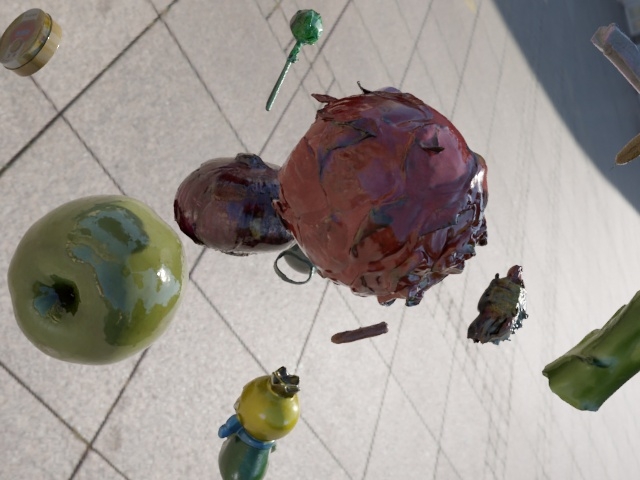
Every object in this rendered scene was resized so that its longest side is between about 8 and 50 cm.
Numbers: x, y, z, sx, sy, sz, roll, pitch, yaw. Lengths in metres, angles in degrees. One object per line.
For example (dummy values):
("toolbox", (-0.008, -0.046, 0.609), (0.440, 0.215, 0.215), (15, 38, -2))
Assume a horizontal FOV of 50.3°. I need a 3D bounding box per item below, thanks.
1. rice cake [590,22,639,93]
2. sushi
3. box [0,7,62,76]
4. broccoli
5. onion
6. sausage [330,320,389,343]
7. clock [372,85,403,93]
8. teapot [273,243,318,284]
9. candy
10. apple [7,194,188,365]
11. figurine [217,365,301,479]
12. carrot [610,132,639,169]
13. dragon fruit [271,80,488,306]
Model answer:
("rice cake", (0.658, -0.332, 1.392), (0.270, 0.049, 0.055), (46, 77, -4))
("sushi", (0.403, 0.148, 1.485), (0.226, 0.097, 0.103), (-56, 130, -28))
("box", (-0.442, -0.300, 1.034), (0.037, 0.105, 0.105), (39, 45, -51))
("broccoli", (0.483, 0.098, 0.903), (0.353, 0.397, 0.275), (53, 16, -50))
("onion", (-0.137, -0.064, 1.232), (0.246, 0.246, 0.190), (-21, 121, -61))
("sausage", (0.103, 0.245, 1.789), (0.042, 0.158, 0.036), (76, 0, -63))
("clock", (0.140, -0.150, 1.429), (0.338, 0.102, 0.338), (56, -16, 26))
("teapot", (0.000, 0.000, 1.633), (0.129, 0.193, 0.294), (37, 57, 11))
("candy", (-0.082, -0.496, 1.886), (0.097, 0.097, 0.323), (37, 73, -49))
("apple", (-0.438, 0.080, 1.394), (0.357, 0.357, 0.357), (33, 50, -51))
("figurine", (-0.102, 0.316, 1.231), (0.185, 0.127, 0.234), (-54, 161, -76))
("carrot", (0.884, -0.276, 1.807), (0.078, 0.298, 0.078), (22, 49, -27))
("dragon fruit", (0.072, -0.049, 0.786), (0.241, 0.252, 0.241), (-54, 158, -34))
